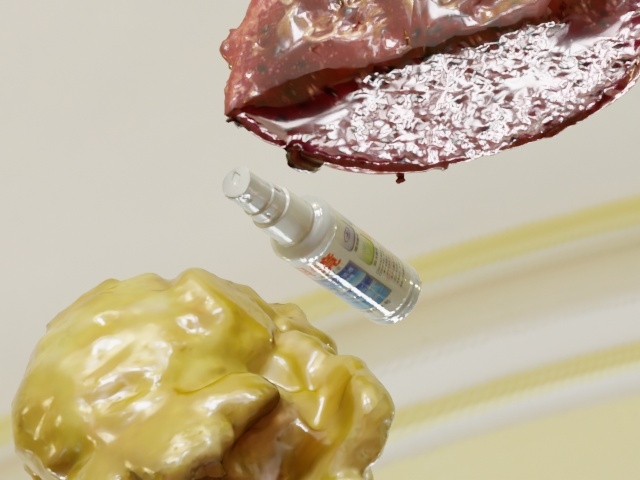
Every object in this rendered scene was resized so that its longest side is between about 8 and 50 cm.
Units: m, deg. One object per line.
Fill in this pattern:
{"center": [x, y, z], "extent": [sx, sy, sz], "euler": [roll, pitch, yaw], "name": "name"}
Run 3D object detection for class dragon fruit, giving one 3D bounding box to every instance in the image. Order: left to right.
{"center": [0.081, -0.158, 0.977], "extent": [0.262, 0.211, 0.134], "euler": [-13, -24, 18], "name": "dragon fruit"}

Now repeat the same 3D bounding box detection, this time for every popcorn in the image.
{"center": [-0.060, 0.124, 0.904], "extent": [0.191, 0.253, 0.190], "euler": [-26, -50, -9], "name": "popcorn"}

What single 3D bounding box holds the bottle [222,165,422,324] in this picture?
{"center": [0.000, 0.000, 1.267], "extent": [0.060, 0.060, 0.217], "euler": [-48, -45, 4], "name": "bottle"}
